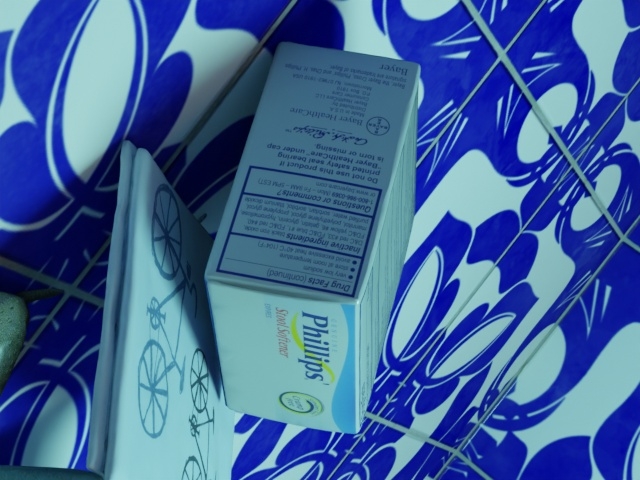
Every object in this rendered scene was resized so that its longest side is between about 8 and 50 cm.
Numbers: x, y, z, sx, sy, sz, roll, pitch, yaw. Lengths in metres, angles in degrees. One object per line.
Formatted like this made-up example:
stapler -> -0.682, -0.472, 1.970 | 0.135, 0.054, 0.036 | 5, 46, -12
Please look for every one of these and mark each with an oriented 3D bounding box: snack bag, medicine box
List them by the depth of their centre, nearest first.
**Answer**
snack bag -> -0.140, 0.116, 1.515 | 0.342, 0.037, 0.323 | 57, 32, -64
medicine box -> 0.000, 0.000, 1.556 | 0.263, 0.149, 0.289 | 87, 16, -57

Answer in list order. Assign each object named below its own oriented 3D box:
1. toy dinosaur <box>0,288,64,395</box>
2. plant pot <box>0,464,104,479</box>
toy dinosaur -> -0.312, 0.110, 1.336 | 0.313, 0.121, 0.160 | -24, 155, -41
plant pot -> -0.243, 0.382, 1.569 | 0.252, 0.248, 0.247 | -2, 134, -21
